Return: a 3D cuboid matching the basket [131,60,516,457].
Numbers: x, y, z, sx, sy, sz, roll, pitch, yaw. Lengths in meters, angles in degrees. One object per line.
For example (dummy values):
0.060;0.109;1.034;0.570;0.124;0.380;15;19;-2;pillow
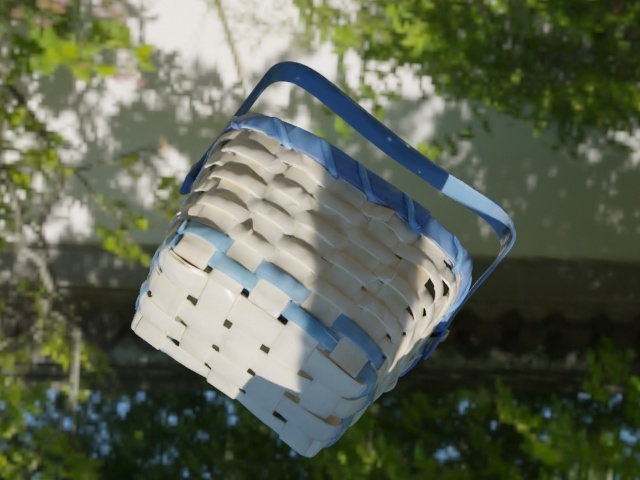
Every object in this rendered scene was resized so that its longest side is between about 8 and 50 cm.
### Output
0.000;0.000;0.971;0.254;0.201;0.289;36;-127;5;basket
